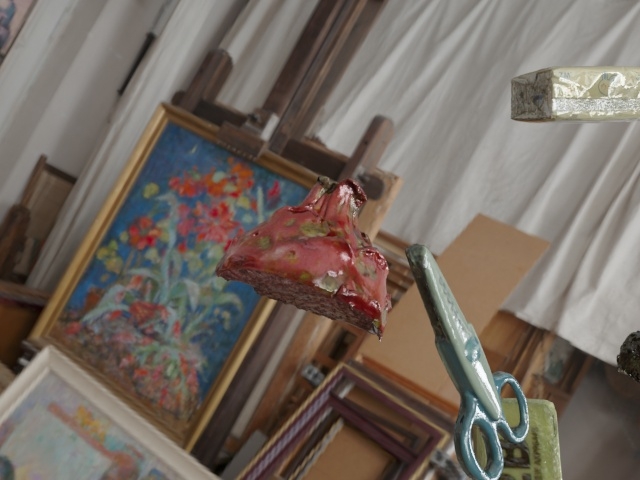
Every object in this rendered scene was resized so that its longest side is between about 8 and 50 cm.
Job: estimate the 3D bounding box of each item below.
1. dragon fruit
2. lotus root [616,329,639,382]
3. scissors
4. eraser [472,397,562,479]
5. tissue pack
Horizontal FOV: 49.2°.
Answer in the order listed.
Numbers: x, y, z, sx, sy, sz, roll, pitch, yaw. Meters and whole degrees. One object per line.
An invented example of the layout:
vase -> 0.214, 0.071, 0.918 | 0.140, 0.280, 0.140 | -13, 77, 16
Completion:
dragon fruit -> 0.000, 0.000, 0.986 | 0.262, 0.211, 0.134 | 17, -27, -2
lotus root -> 0.632, 0.165, 0.982 | 0.398, 0.195, 0.179 | -3, 9, 26
scissors -> 0.160, 0.131, 0.782 | 0.041, 0.138, 0.289 | -10, -69, 50
eraser -> 0.279, 0.314, 0.997 | 0.117, 0.172, 0.058 | 0, -25, 7
tissue pack -> 0.437, -0.241, 1.161 | 0.196, 0.092, 0.148 | -1, 8, -11
